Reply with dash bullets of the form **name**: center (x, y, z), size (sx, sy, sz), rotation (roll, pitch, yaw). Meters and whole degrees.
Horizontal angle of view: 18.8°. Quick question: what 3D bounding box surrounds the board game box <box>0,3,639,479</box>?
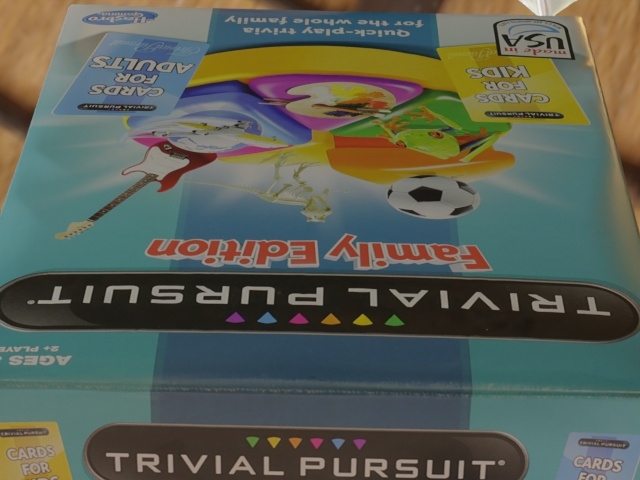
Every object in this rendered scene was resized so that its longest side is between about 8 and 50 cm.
- **board game box**: center (0.000, 0.000, 0.813), size (0.254, 0.336, 0.079), rotation (1, -61, 0)

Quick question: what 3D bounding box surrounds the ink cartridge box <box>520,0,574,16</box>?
- **ink cartridge box**: center (0.100, -0.301, 1.160), size (0.211, 0.121, 0.289), rotation (46, -13, 30)
